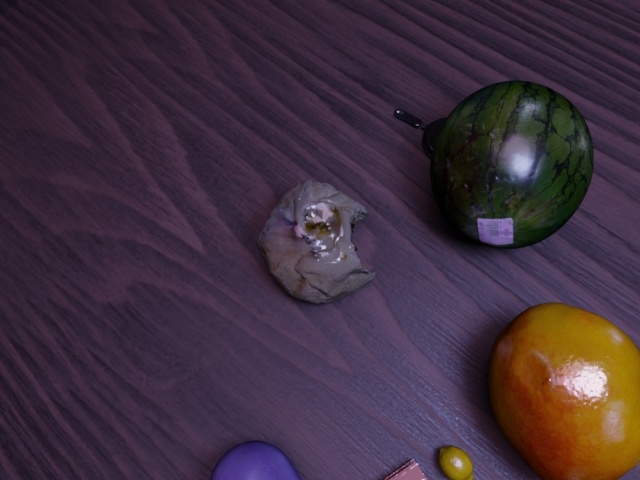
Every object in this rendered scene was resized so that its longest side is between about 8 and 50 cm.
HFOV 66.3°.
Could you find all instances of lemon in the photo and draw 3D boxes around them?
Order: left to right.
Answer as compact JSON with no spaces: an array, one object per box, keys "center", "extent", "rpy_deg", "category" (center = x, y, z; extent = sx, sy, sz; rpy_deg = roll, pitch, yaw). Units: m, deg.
[{"center":[0.272,0.447,0.978],"extent":[0.083,0.062,0.062],"rpy_deg":[41,77,18],"category":"lemon"}]

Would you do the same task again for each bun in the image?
[{"center":[-0.015,-0.002,1.103],"extent":[0.281,0.205,0.282],"rpy_deg":[-3,68,6],"category":"bun"}]

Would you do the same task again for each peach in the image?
[{"center":[0.450,0.286,0.900],"extent":[0.288,0.289,0.308],"rpy_deg":[19,67,12],"category":"peach"}]

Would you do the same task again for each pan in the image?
[{"center":[0.292,-0.288,1.279],"extent":[0.235,0.028,0.136],"rpy_deg":[34,75,16],"category":"pan"}]

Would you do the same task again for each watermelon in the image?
[{"center":[0.405,-0.162,1.060],"extent":[0.362,0.363,0.364],"rpy_deg":[-2,69,5],"category":"watermelon"}]

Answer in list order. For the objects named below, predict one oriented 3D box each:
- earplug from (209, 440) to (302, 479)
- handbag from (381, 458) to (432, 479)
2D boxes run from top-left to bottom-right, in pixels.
[{"center":[-0.053,0.583,0.885],"extent":[0.215,0.215,0.456],"rpy_deg":[-32,66,-7],"category":"earplug"},{"center":[0.188,0.559,0.945],"extent":[0.157,0.059,0.213],"rpy_deg":[-32,71,-6],"category":"handbag"}]
